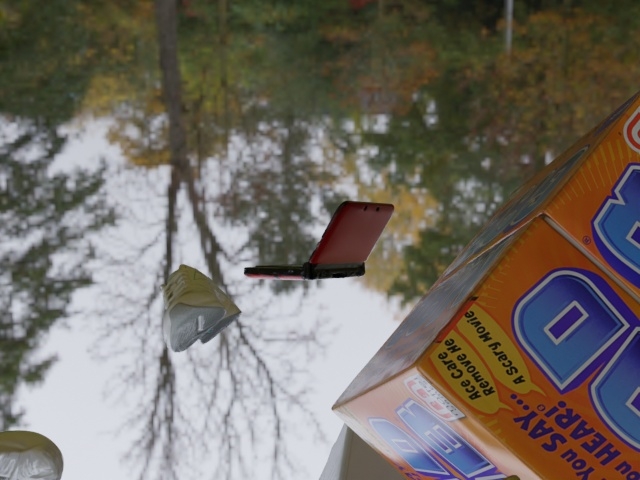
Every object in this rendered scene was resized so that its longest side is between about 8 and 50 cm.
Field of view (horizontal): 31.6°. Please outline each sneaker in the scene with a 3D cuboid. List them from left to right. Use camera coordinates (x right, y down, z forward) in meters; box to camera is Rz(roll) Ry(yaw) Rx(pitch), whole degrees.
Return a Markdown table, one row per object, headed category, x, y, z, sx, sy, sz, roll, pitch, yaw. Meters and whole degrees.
| category | x | y | z | sx | sy | sz | roll | pitch | yaw |
| --- | --- | --- | --- | --- | --- | --- | --- | --- | --- |
| sneaker | -0.277 | 0.176 | 0.866 | 0.232 | 0.090 | 0.115 | -23 | -155 | 30 |
| sneaker | -0.107 | 0.051 | 0.904 | 0.054 | 0.061 | 0.152 | -38 | 175 | 1 |

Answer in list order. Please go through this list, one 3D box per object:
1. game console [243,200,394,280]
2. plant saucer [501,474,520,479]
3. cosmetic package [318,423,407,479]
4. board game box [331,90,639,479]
| category | x | y | z | sx | sy | sz | roll | pitch | yaw |
| --- | --- | --- | --- | --- | --- | --- | --- | --- | --- |
| game console | 0.000 | 0.000 | 1.245 | 0.124 | 0.085 | 0.144 | 1 | 180 | 26 |
| plant saucer | 0.074 | 0.379 | 0.839 | 0.081 | 0.332 | 0.333 | 33 | -116 | 27 |
| cosmetic package | 0.140 | 0.507 | 1.647 | 0.328 | 0.329 | 0.393 | 14 | -128 | -3 |
| board game box | 0.286 | 0.136 | 1.132 | 0.356 | 0.356 | 0.356 | -48 | 179 | -19 |
